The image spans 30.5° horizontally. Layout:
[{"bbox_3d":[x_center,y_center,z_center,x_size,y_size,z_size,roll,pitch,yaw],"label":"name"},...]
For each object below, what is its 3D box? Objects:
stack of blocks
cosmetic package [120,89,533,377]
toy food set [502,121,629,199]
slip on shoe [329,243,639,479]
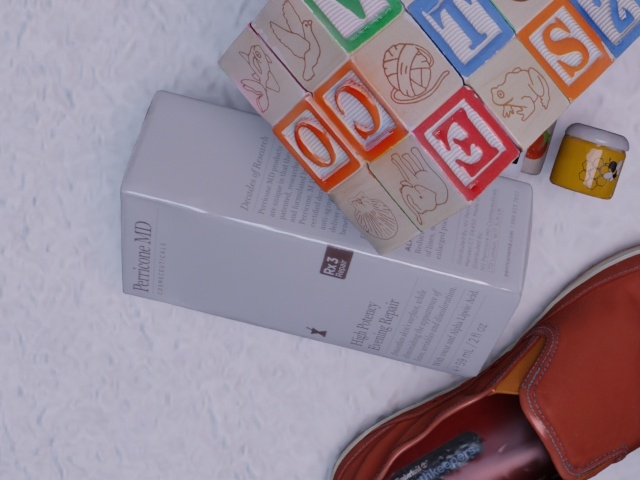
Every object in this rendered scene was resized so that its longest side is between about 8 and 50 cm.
[{"bbox_3d":[0.086,-0.153,0.617,0.171,0.087,0.297,49,60,-4],"label":"stack of blocks"},{"bbox_3d":[0.000,0.000,0.705,0.231,0.117,0.085,12,56,0],"label":"cosmetic package"},{"bbox_3d":[0.077,-0.106,0.702,0.232,0.111,0.104,15,99,-10],"label":"toy food set"},{"bbox_3d":[0.154,0.108,0.750,0.331,0.101,0.123,-32,98,4],"label":"slip on shoe"}]
